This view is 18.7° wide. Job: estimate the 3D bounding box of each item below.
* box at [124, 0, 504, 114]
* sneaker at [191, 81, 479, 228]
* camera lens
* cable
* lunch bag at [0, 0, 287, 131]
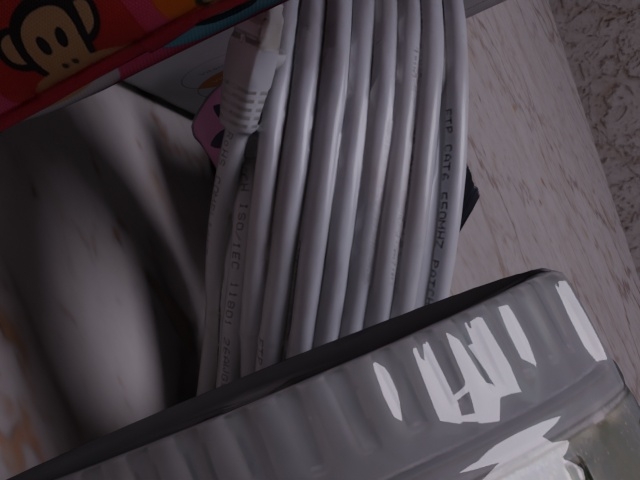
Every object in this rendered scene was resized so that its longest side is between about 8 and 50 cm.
[{"bbox_3d":[-0.039,-0.194,0.911,0.168,0.215,0.345,70,13,11],"label":"box"},{"bbox_3d":[0.010,-0.025,1.083,0.131,0.112,0.319,32,-8,9],"label":"sneaker"},{"bbox_3d":[0.028,0.171,0.576,0.274,0.219,0.219,68,13,1],"label":"camera lens"},{"bbox_3d":[0.000,0.000,0.797,0.257,0.089,0.257,-95,-169,-78],"label":"cable"},{"bbox_3d":[-0.076,-0.182,0.580,0.258,0.293,0.120,64,32,-12],"label":"lunch bag"}]
